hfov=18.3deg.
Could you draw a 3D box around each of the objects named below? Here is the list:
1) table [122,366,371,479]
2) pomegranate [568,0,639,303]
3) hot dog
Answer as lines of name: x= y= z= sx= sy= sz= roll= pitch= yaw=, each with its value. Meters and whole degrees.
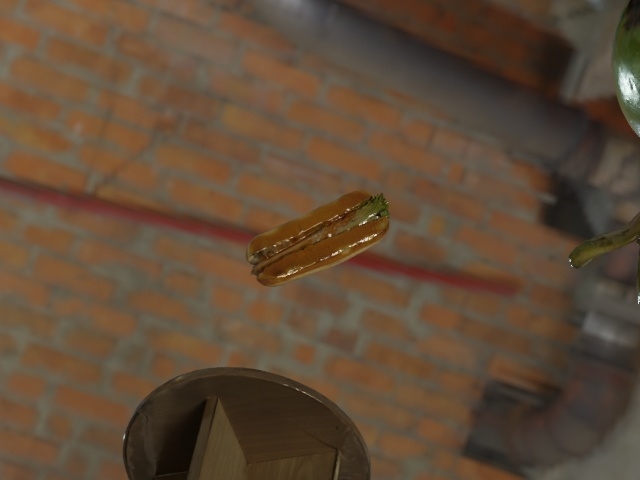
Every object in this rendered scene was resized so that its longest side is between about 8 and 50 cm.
table: x=-0.062 y=0.216 z=1.240 sx=0.167 sy=0.167 sz=0.226 roll=19 pitch=-141 yaw=-6
pomegranate: x=0.214 y=-0.063 z=1.024 sx=0.156 sy=0.220 sz=0.156 roll=28 pitch=167 yaw=7
hot dog: x=0.000 y=0.000 z=1.060 sx=0.021 sy=0.083 sz=0.037 roll=79 pitch=167 yaw=-55
